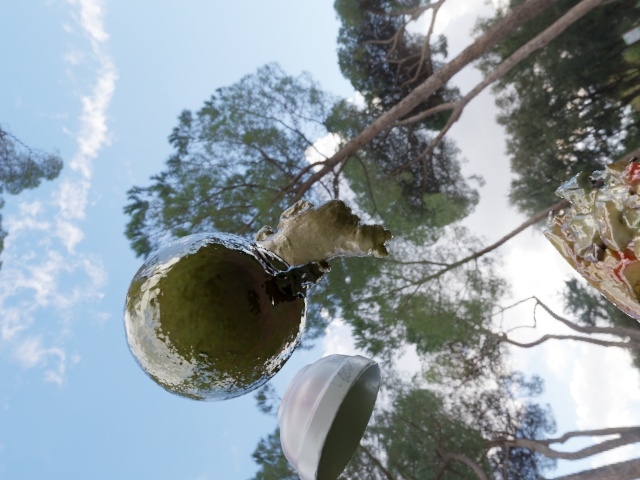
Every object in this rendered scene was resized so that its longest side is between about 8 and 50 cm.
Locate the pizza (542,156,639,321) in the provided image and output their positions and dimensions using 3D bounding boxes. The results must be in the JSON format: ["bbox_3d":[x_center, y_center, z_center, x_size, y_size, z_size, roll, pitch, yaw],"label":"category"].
[{"bbox_3d":[0.246,-0.019,0.268,0.052,0.195,0.185,-22,-133,-37],"label":"pizza"}]

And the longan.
[{"bbox_3d":[-0.077,0.056,0.373,0.145,0.176,0.154,57,-160,-13],"label":"longan"}]

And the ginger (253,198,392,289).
[{"bbox_3d":[-0.003,-0.004,0.697,0.137,0.213,0.074,67,-168,6],"label":"ginger"}]

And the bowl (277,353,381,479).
[{"bbox_3d":[0.008,0.373,0.969,0.287,0.144,0.286,-43,-38,-45],"label":"bowl"}]
